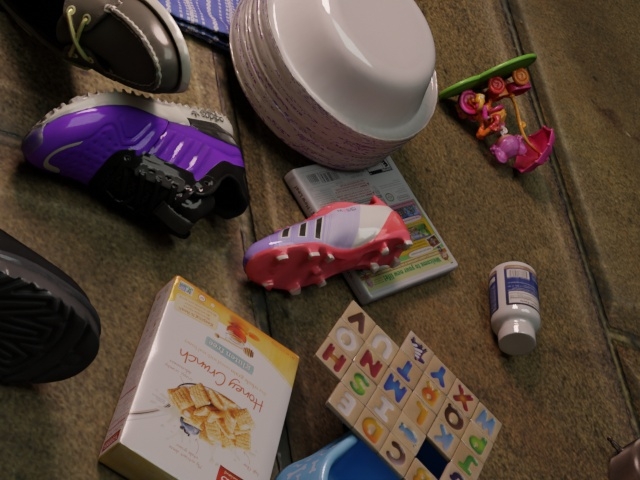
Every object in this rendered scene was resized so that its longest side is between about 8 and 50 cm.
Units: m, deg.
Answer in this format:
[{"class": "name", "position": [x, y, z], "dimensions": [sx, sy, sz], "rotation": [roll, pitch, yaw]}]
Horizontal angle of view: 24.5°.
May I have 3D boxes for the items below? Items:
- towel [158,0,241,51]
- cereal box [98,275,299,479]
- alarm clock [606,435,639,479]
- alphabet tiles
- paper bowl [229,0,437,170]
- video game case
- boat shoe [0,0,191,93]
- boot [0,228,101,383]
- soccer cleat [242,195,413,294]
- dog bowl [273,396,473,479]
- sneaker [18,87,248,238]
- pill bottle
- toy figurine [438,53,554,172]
[{"class": "towel", "position": [-0.132, -0.349, 1.966], "dimensions": [0.336, 0.040, 0.243], "rotation": [20, 45, -35]}, {"class": "cereal box", "position": [-0.118, 0.170, 1.515], "dimensions": [0.173, 0.047, 0.240], "rotation": [35, 39, -20]}, {"class": "alarm clock", "position": [0.458, 0.344, 1.967], "dimensions": [0.129, 0.064, 0.192], "rotation": [5, 59, -45]}, {"class": "alphabet tiles", "position": [0.096, 0.180, 1.643], "dimensions": [0.237, 0.009, 0.198], "rotation": [46, 36, -6]}, {"class": "paper bowl", "position": [0.035, -0.245, 1.899], "dimensions": [0.284, 0.148, 0.284], "rotation": [23, 49, -30]}, {"class": "video game case", "position": [0.069, -0.022, 1.905], "dimensions": [0.212, 0.023, 0.193], "rotation": [-17, 72, -53]}, {"class": "boat shoe", "position": [-0.252, -0.235, 1.610], "dimensions": [0.091, 0.109, 0.305], "rotation": [-18, 39, -35]}, {"class": "boot", "position": [-0.370, -0.109, 1.433], "dimensions": [0.367, 0.146, 0.445], "rotation": [27, 37, -31]}, {"class": "soccer cleat", "position": [0.000, 0.000, 1.755], "dimensions": [0.248, 0.083, 0.095], "rotation": [-9, 52, -37]}, {"class": "dog bowl", "position": [0.066, 0.272, 1.601], "dimensions": [0.166, 0.074, 0.297], "rotation": [54, 37, 4]}, {"class": "sneaker", "position": [-0.185, -0.074, 1.614], "dimensions": [0.293, 0.102, 0.146], "rotation": [1, 59, -46]}, {"class": "pill bottle", "position": [0.260, 0.092, 1.969], "dimensions": [0.067, 0.067, 0.120], "rotation": [30, 41, -26]}, {"class": "toy figurine", "position": [0.280, -0.176, 2.207], "dimensions": [0.173, 0.130, 0.159], "rotation": [-20, 83, -30]}]
